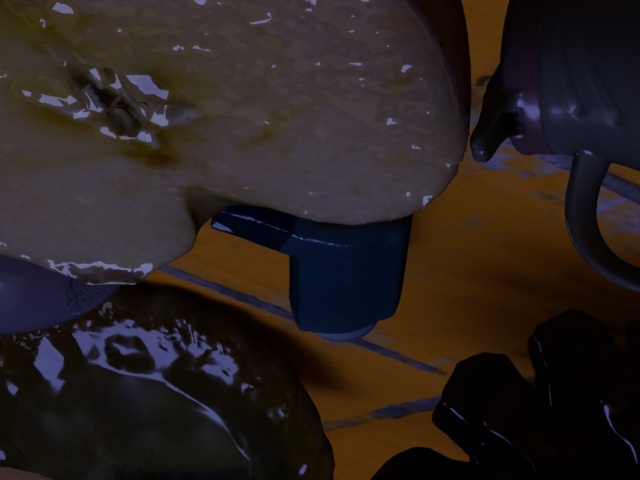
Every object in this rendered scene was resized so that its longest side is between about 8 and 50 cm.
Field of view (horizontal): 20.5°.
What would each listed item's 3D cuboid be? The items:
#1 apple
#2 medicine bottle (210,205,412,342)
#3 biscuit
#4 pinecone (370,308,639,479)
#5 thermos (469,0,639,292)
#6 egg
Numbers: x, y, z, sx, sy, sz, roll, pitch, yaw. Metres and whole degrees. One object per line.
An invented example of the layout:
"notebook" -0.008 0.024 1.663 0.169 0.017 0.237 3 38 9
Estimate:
"apple" -0.075 -0.116 0.794 0.293 0.163 0.251 -13 140 27
"medicine bottle" 0.000 0.000 1.178 0.124 0.079 0.258 8 160 5
"biscuit" -0.167 0.168 1.593 0.335 0.078 0.329 -20 128 30
"pinecone" 0.212 0.228 1.254 0.398 0.397 0.398 12 160 4
"thermos" 0.208 -0.058 0.760 0.265 0.176 0.146 4 178 24
"egg" -0.225 -0.008 1.200 0.199 0.146 0.146 12 161 -15
